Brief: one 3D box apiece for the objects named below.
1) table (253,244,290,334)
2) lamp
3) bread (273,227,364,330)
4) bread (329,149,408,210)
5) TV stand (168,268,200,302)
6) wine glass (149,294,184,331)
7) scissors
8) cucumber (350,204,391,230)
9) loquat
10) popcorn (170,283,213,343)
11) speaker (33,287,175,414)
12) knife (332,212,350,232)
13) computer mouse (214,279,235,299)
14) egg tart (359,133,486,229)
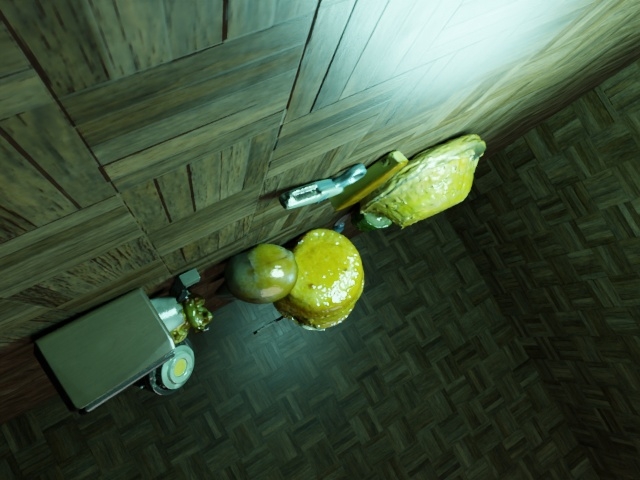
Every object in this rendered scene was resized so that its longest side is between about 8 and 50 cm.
[{"bbox_3d":[-0.196,0.202,1.845,0.282,0.250,0.196,-28,176,-18],"label":"table"},{"bbox_3d":[-0.581,0.418,1.575,0.272,0.205,0.374,25,-119,40],"label":"lamp"},{"bbox_3d":[-0.014,0.132,1.667,0.358,0.337,0.204,-57,169,-21],"label":"bread"},{"bbox_3d":[0.122,-0.150,1.142,0.226,0.049,0.088,-33,174,37],"label":"bread"},{"bbox_3d":[-0.370,0.127,1.242,0.049,0.040,0.256,-27,175,-28],"label":"TV stand"},{"bbox_3d":[-0.468,0.217,1.200,0.204,0.111,0.111,-21,171,-36],"label":"wine glass"},{"bbox_3d":[-0.001,-0.104,0.951,0.138,0.041,0.289,-33,178,32],"label":"scissors"},{"bbox_3d":[0.179,-0.089,1.756,0.134,0.134,0.244,-27,178,-22],"label":"cucumber"},{"bbox_3d":[-0.172,0.098,1.337,0.228,0.179,0.179,-16,168,-38],"label":"loquat"},{"bbox_3d":[-0.460,0.246,1.453,0.195,0.173,0.168,-21,156,19],"label":"popcorn"},{"bbox_3d":[-0.469,0.239,1.006,0.231,0.192,0.153,-31,176,-38],"label":"speaker"},{"bbox_3d":[0.085,-0.073,1.942,0.058,0.032,0.244,-20,170,-9],"label":"knife"},{"bbox_3d":[-0.251,0.122,1.577,0.331,0.095,0.197,-17,-159,47],"label":"computer mouse"},{"bbox_3d":[0.333,-0.164,1.466,0.443,0.178,0.443,-27,176,-2],"label":"egg tart"}]
